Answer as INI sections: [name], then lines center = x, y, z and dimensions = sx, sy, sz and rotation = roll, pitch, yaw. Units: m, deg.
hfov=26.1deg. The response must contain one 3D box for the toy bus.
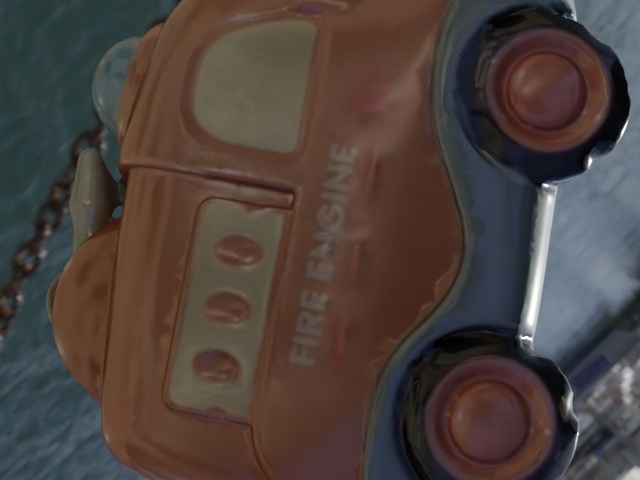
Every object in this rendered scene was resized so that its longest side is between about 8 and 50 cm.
[toy bus]
center = 0.000, 0.000, 0.630
dimensions = 0.194, 0.232, 0.287
rotation = 88, 11, -84
